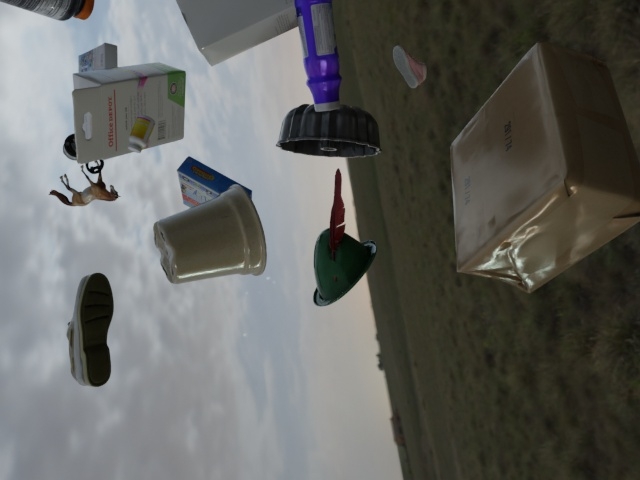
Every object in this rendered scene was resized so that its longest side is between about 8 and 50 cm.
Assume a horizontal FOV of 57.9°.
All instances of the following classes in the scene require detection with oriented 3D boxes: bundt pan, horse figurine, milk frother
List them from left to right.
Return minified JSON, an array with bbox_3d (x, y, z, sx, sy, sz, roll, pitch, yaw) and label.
[{"bbox_3d":[-0.854,-0.306,2.085,0.134,0.129,0.143,-175,80,-65],"label":"milk frother"},{"bbox_3d":[-0.932,-0.202,2.287,0.066,0.263,0.175,-74,-39,-73],"label":"horse figurine"},{"bbox_3d":[0.028,-0.342,1.788,0.331,0.330,0.124,-2,-85,-86],"label":"bundt pan"}]

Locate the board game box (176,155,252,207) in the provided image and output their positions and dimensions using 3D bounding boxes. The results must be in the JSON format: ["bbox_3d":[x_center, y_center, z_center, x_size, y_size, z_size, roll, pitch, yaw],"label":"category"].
[{"bbox_3d":[-0.441,-0.181,2.446,0.086,0.308,0.302,-59,-5,-24],"label":"board game box"}]

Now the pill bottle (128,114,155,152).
[{"bbox_3d":[-0.419,-0.248,1.350,0.043,0.043,0.083,64,-138,-73],"label":"pill bottle"}]

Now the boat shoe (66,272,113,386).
[{"bbox_3d":[-0.633,0.239,1.561,0.113,0.103,0.303,10,-102,-58],"label":"boat shoe"}]

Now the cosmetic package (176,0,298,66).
[{"bbox_3d":[-0.191,-0.655,1.581,0.155,0.365,0.197,0,-112,-85],"label":"cosmetic package"}]

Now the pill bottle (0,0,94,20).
[{"bbox_3d":[-0.709,-0.643,1.477,0.245,0.130,0.131,1,-104,-53],"label":"pill bottle"}]

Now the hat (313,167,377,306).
[{"bbox_3d":[0.000,0.000,1.191,0.183,0.209,0.173,45,162,-17],"label":"hat"}]

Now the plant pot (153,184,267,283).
[{"bbox_3d":[-0.392,0.002,1.982,0.334,0.305,0.334,40,139,48],"label":"plant pot"}]

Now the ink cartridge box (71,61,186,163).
[{"bbox_3d":[-0.532,-0.347,1.546,0.353,0.119,0.207,-29,-43,-49],"label":"ink cartridge box"}]

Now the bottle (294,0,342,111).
[{"bbox_3d":[-0.001,-0.467,1.436,0.118,0.092,0.283,-94,-5,-74],"label":"bottle"}]

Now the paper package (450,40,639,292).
[{"bbox_3d":[0.379,-0.122,1.030,0.309,0.168,0.325,125,155,-51],"label":"paper package"}]

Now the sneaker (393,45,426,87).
[{"bbox_3d":[0.273,-0.532,1.746,0.134,0.070,0.051,60,152,-9],"label":"sneaker"}]

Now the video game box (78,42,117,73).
[{"bbox_3d":[-0.672,-0.471,1.745,0.048,0.187,0.205,-2,-87,-48],"label":"video game box"}]
